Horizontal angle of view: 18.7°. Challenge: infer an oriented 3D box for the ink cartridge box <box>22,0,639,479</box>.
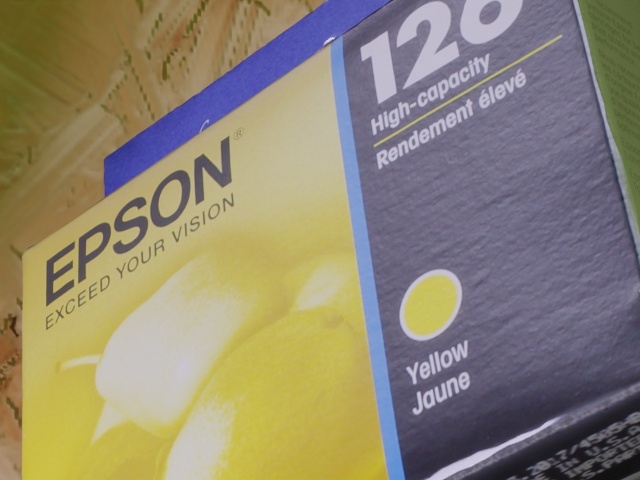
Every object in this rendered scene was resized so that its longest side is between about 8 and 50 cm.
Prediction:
[{"bbox_3d":[0.000,0.000,0.781,0.303,0.072,0.307,-33,48,29],"label":"ink cartridge box"}]
